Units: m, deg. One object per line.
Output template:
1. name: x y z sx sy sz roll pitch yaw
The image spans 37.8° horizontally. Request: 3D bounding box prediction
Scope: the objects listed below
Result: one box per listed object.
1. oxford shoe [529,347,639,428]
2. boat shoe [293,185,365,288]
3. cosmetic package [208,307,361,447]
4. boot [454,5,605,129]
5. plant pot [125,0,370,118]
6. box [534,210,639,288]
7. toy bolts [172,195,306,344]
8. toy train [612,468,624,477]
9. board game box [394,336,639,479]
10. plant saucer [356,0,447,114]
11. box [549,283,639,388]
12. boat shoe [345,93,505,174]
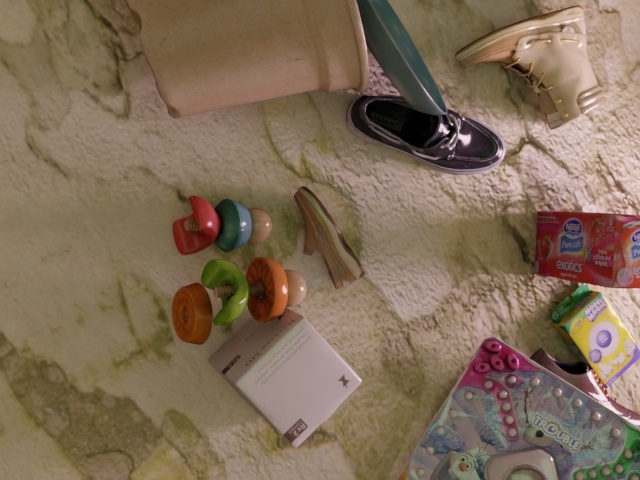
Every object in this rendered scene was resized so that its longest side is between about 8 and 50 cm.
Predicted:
1. oxford shoe: 0.493 0.283 1.709 0.271 0.097 0.098 24 100 -12
2. boat shoe: 0.000 0.000 1.594 0.072 0.068 0.190 -33 100 -1
3. cosmetic package: -0.061 0.210 1.511 0.151 0.184 0.151 -44 107 -12
4. boot: 0.383 -0.294 1.684 0.262 0.095 0.203 -20 98 -19
5. plant pot: -0.124 -0.339 1.438 0.306 0.334 0.333 -19 97 -4
6. box: 0.492 0.013 1.635 0.128 0.257 0.122 2 93 -16
7. toy bolts: -0.140 0.048 1.523 0.159 0.218 0.228 -1 63 -34
8. toy train: 0.501 0.521 1.704 0.334 0.142 0.190 -45 108 -2
9. board game box: 0.354 0.427 1.617 0.390 0.050 0.390 32 86 12
10. plant saucer: 0.106 -0.331 1.511 0.044 0.317 0.317 -30 100 15
11. box: 0.516 0.176 1.758 0.105 0.043 0.179 -39 100 -12
12. boat shoe: 0.197 -0.189 1.624 0.301 0.102 0.108 17 86 -16
